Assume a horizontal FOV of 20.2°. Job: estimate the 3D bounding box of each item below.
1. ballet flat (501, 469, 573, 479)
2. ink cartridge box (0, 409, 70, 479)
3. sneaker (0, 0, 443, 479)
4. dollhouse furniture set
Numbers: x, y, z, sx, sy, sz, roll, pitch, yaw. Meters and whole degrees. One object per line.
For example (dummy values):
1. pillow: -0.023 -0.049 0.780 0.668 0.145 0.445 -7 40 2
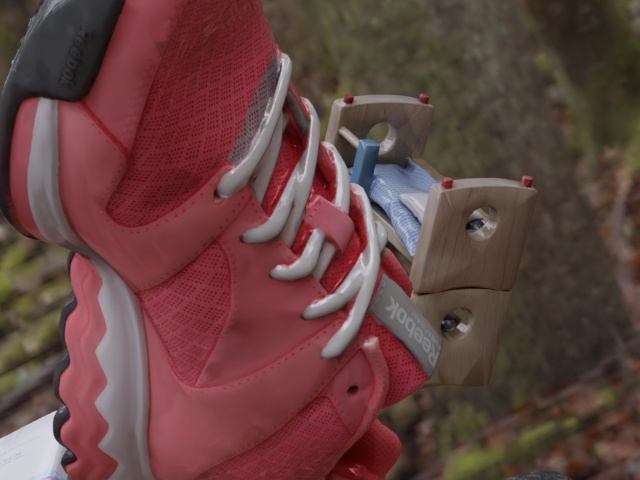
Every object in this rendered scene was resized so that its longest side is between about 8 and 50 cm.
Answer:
1. ballet flat: 0.027 0.143 0.612 0.173 0.057 0.049 -40 1 11
2. ink cartridge box: -0.204 0.263 1.448 0.093 0.154 0.212 -28 29 23
3. sneaker: -0.020 -0.002 0.621 0.314 0.136 0.116 90 -160 -53
4. dollhouse furniture set: 0.000 0.000 0.997 0.184 0.129 0.129 -2 27 -29
